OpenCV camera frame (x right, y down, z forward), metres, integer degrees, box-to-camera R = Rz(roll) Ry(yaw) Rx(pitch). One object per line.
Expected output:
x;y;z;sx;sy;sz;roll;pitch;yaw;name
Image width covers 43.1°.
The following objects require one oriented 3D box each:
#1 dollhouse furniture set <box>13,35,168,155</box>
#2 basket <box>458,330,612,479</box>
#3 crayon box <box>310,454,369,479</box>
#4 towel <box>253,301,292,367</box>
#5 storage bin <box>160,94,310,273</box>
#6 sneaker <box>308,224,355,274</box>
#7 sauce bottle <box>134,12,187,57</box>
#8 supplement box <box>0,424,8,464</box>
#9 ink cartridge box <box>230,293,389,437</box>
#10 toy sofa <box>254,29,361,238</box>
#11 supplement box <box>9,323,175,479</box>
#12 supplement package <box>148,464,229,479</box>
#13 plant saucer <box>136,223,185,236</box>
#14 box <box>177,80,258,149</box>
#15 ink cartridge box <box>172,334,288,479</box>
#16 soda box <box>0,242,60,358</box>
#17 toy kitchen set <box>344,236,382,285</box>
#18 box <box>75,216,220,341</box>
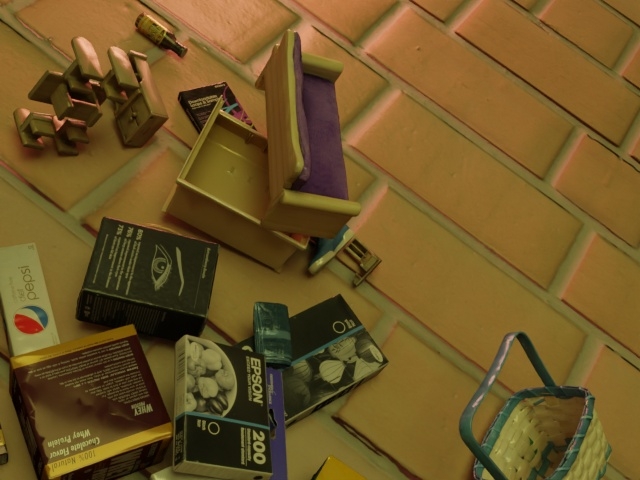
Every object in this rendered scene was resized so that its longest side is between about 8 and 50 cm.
-0.433;-0.287;1.538;0.242;0.212;0.161;6;52;-51;dollhouse furniture set
0.363;0.338;1.406;0.255;0.201;0.289;-47;113;-39;basket
0.048;0.563;1.205;0.313;0.106;0.363;34;52;3;crayon box
-0.083;0.161;1.399;0.067;0.029;0.119;6;54;-19;towel
-0.131;-0.113;1.567;0.262;0.123;0.260;28;51;-11;storage bin
0.000;0.000;1.600;0.084;0.058;0.152;43;48;3;sneaker
-0.349;-0.451;1.783;0.128;0.042;0.042;36;52;6;sauce bottle
-0.510;0.309;1.195;0.083;0.043;0.055;-12;61;-29;supplement box
-0.053;0.229;1.424;0.333;0.065;0.165;-25;70;-32;ink cartridge box
-0.018;-0.199;1.492;0.150;0.177;0.362;10;55;-24;toy sofa
-0.352;0.263;1.236;0.191;0.129;0.194;-14;63;-29;supplement box
-0.179;0.423;1.210;0.105;0.105;0.179;-17;66;-31;supplement package
-0.306;0.061;1.452;0.200;0.037;0.200;11;53;-15;plant saucer
-0.215;-0.261;1.714;0.116;0.029;0.162;-21;67;-32;box
-0.129;0.266;1.257;0.208;0.045;0.206;20;48;-33;ink cartridge box
-0.483;0.114;1.325;0.074;0.069;0.216;-10;61;-26;soda box
0.070;0.040;1.602;0.075;0.083;0.068;43;94;10;toy kitchen set
-0.287;0.069;1.361;0.207;0.108;0.153;16;53;-12;box
